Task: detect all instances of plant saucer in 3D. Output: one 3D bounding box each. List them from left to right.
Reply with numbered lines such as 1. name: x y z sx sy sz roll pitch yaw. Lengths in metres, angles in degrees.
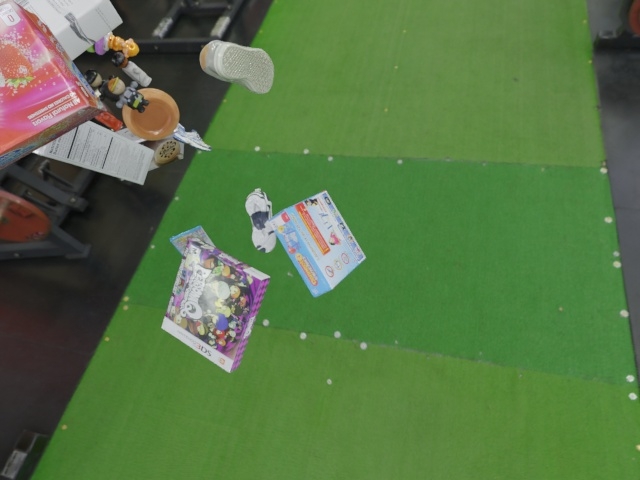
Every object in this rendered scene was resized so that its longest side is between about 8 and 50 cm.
1. plant saucer: -0.625 -0.461 1.590 0.200 0.199 0.037 -30 46 -7

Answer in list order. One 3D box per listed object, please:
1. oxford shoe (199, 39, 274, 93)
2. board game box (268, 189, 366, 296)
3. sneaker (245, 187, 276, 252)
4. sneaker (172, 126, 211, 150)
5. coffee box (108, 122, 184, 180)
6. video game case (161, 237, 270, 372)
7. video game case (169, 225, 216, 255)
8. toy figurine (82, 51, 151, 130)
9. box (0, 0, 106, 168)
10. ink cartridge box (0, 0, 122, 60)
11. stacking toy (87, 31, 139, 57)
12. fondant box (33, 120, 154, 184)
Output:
1. oxford shoe: -0.312 -0.679 1.674 0.130 0.449 0.168 16 105 18
2. board game box: 0.000 0.000 1.527 0.086 0.302 0.308 -29 92 34
3. sneaker: -0.212 -0.085 1.573 0.094 0.234 0.153 -13 30 8
4. sneaker: -0.436 -0.353 1.484 0.052 0.135 0.057 20 90 56
5. coffee box: -0.719 -0.386 1.756 0.119 0.168 0.297 42 48 17
6. video game case: -0.238 0.140 0.949 0.210 0.042 0.231 26 104 20
7. video game case: -0.464 0.020 1.583 0.119 0.166 0.015 -24 55 -4
8. toy figurine: -0.685 -0.500 1.422 0.210 0.148 0.212 -21 56 25
9. box: -0.413 -0.150 0.505 0.257 0.128 0.123 -32 21 -7
10. ink cartridge box: -0.748 -0.642 1.219 0.273 0.115 0.198 -40 82 -6
11. stacking toy: -0.766 -0.693 1.434 0.302 0.166 0.175 15 84 -18
12. fondant box: -0.549 -0.220 0.900 0.239 0.330 0.096 19 90 7
